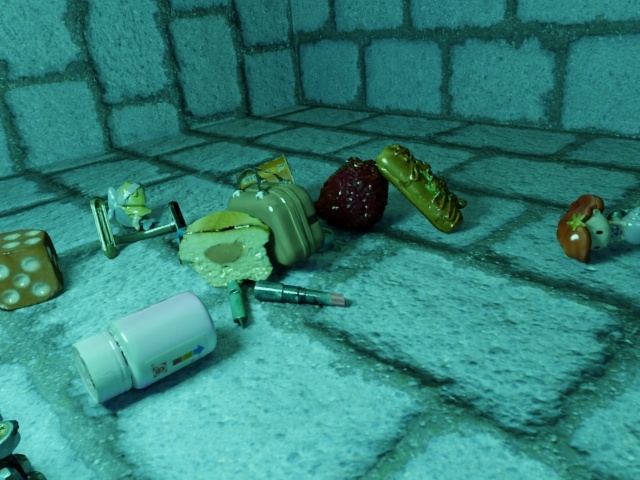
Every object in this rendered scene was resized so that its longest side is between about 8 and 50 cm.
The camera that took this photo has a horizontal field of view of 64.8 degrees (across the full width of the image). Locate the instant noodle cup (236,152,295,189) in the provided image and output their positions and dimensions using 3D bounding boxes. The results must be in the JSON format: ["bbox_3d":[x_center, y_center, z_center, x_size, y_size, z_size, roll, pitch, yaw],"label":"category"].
[{"bbox_3d":[-0.181,-0.171,1.773,0.182,0.230,0.230,-19,26,-6],"label":"instant noodle cup"}]

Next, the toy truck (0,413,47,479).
[{"bbox_3d":[-0.570,0.349,0.787,0.367,0.146,0.175,15,36,37],"label":"toy truck"}]

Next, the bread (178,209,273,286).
[{"bbox_3d":[-0.266,0.035,1.365,0.211,0.183,0.224,-22,27,-29],"label":"bread"}]

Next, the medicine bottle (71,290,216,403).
[{"bbox_3d":[-0.355,0.214,1.031,0.255,0.151,0.152,-23,30,-33],"label":"medicine bottle"}]

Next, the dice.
[{"bbox_3d":[-0.829,0.074,1.397,0.175,0.179,0.174,-17,27,-19],"label":"dice"}]

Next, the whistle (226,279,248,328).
[{"bbox_3d":[-0.209,0.157,1.259,0.039,0.039,0.186,-10,25,-11],"label":"whistle"}]

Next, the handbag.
[{"bbox_3d":[-0.143,-0.080,1.433,0.149,0.283,0.302,-32,24,-28],"label":"handbag"}]

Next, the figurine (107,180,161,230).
[{"bbox_3d":[-0.670,-0.119,1.803,0.208,0.184,0.128,37,26,-10],"label":"figurine"}]

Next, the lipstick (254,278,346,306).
[{"bbox_3d":[-0.049,0.138,1.261,0.234,0.053,0.053,6,27,17],"label":"lipstick"}]

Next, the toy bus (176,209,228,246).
[{"bbox_3d":[-0.314,-0.022,1.579,0.246,0.113,0.134,-28,27,-38],"label":"toy bus"}]

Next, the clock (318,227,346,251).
[{"bbox_3d":[0.000,-0.001,1.554,0.147,0.045,0.108,5,27,19],"label":"clock"}]

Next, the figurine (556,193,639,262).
[{"bbox_3d":[0.762,-0.037,1.361,0.257,0.181,0.208,-5,64,5],"label":"figurine"}]

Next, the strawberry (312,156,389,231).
[{"bbox_3d":[0.115,-0.135,1.646,0.274,0.220,0.274,-31,-11,-7],"label":"strawberry"}]

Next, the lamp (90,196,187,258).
[{"bbox_3d":[-0.600,-0.078,1.671,0.283,0.203,0.124,-20,9,-21],"label":"lamp"}]

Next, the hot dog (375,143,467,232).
[{"bbox_3d":[0.322,-0.175,1.581,0.349,0.117,0.158,45,30,0],"label":"hot dog"}]
